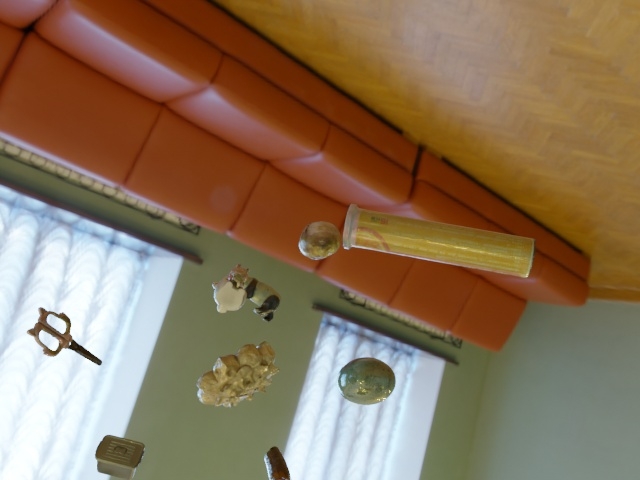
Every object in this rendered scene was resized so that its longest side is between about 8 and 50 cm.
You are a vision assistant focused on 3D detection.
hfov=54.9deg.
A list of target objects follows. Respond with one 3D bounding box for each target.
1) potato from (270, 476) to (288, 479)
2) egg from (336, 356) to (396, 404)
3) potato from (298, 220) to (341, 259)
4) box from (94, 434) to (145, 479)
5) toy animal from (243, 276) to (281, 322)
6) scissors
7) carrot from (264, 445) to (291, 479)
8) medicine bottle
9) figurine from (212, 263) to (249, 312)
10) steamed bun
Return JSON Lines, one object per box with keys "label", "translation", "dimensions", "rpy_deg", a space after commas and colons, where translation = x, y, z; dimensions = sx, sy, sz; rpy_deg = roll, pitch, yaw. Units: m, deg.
{"label": "potato", "translation": [-0.104, 0.882, 1.966], "dimensions": [0.262, 0.165, 0.165], "rpy_deg": [42, -175, 37]}
{"label": "egg", "translation": [0.163, 0.504, 2.207], "dimensions": [0.236, 0.169, 0.169], "rpy_deg": [-21, 145, 40]}
{"label": "potato", "translation": [0.000, 0.000, 1.592], "dimensions": [0.107, 0.080, 0.170], "rpy_deg": [10, -158, -2]}
{"label": "box", "translation": [-0.533, 0.577, 1.628], "dimensions": [0.122, 0.069, 0.084], "rpy_deg": [16, -149, -4]}
{"label": "toy animal", "translation": [-0.250, 0.205, 2.332], "dimensions": [0.225, 0.121, 0.094], "rpy_deg": [34, 162, -7]}
{"label": "scissors", "translation": [-0.842, 0.344, 2.059], "dimensions": [0.024, 0.160, 0.318], "rpy_deg": [-11, 138, 25]}
{"label": "carrot", "translation": [-0.162, 0.851, 2.297], "dimensions": [0.082, 0.082, 0.173], "rpy_deg": [24, -169, -31]}
{"label": "medicine bottle", "translation": [0.269, 0.003, 1.421], "dimensions": [0.425, 0.108, 0.108], "rpy_deg": [10, 166, 12]}
{"label": "figurine", "translation": [-0.196, 0.109, 1.433], "dimensions": [0.081, 0.098, 0.146], "rpy_deg": [53, -174, -12]}
{"label": "steamed bun", "translation": [-0.267, 0.464, 2.036], "dimensions": [0.137, 0.292, 0.295], "rpy_deg": [56, 170, 21]}
